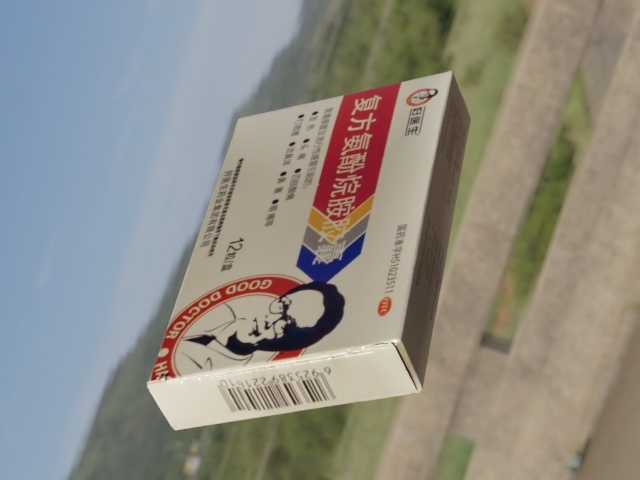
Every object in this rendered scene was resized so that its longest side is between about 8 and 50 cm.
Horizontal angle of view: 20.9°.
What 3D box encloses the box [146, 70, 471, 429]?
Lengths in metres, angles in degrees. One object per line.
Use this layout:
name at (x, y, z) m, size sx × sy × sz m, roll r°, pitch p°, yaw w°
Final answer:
box at (0.000, 0.000, 1.452) m, size 0.353 × 0.214 × 0.069 m, roll -77°, pitch -32°, yaw -47°
